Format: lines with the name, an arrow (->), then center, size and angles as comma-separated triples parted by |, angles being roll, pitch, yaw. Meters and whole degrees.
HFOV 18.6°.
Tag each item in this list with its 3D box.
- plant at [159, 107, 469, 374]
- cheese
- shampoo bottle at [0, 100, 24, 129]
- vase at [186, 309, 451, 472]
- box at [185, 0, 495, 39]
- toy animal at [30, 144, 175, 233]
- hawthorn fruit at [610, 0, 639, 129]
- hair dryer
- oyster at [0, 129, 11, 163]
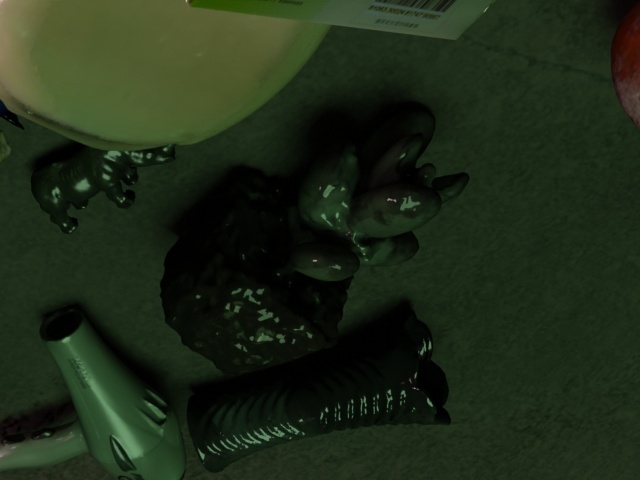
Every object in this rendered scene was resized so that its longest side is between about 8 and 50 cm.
plant -> -0.001, 0.002, 1.640 | 0.274, 0.146, 0.149 | -35, 133, 25
cheese -> -0.128, -0.179, 1.406 | 0.266, 0.127, 0.233 | 26, 127, -39
shampoo bottle -> -0.276, -0.141, 1.470 | 0.087, 0.050, 0.183 | -30, 138, 25
vase -> -0.004, 0.155, 1.864 | 0.237, 0.115, 0.115 | -18, 141, 12
box -> -0.013, -0.225, 1.284 | 0.260, 0.175, 0.062 | 1, 143, -47
toy animal -> -0.174, -0.059, 1.602 | 0.136, 0.047, 0.065 | -23, 132, 21
hawthorn fruit -> 0.321, -0.143, 1.540 | 0.173, 0.173, 0.173 | -7, 141, -6
hair dryer -> -0.266, 0.155, 1.826 | 0.267, 0.092, 0.229 | -2, 133, 2
oyster -> -0.328, -0.091, 1.468 | 0.191, 0.163, 0.081 | 14, 95, -31
